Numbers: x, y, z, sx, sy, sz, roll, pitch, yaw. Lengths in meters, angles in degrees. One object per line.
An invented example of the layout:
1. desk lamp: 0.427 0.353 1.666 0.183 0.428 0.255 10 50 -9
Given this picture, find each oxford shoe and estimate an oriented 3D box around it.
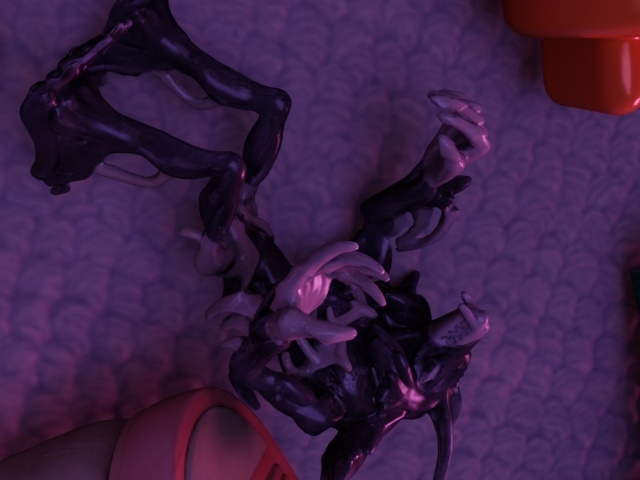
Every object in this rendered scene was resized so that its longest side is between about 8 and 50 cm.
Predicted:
1. oxford shoe: -0.047 0.246 0.572 0.147 0.140 0.397 -13 115 18

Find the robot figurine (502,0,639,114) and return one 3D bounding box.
1. robot figurine: 0.147 -0.173 0.521 0.158 0.128 0.219 2 105 21

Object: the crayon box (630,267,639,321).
1. crayon box: 0.333 0.073 0.628 0.278 0.081 0.165 -7 80 -18

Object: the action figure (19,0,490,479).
1. action figure: 0.000 0.000 0.496 0.276 0.141 0.164 44 43 -15
